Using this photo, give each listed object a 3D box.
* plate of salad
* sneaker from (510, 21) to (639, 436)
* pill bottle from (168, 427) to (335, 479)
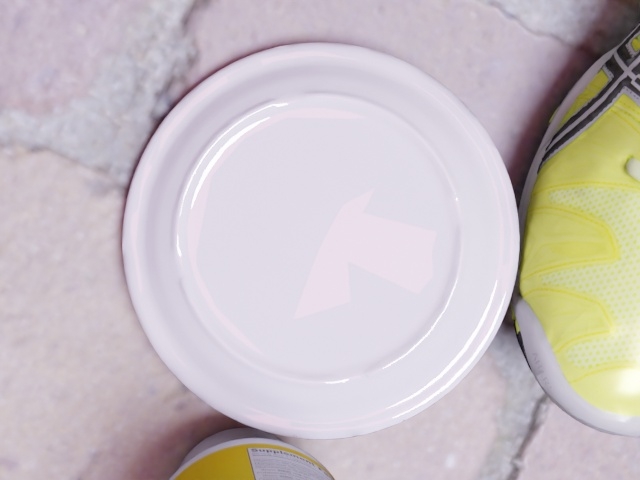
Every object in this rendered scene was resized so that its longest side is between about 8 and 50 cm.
[{"bbox_3d":[0.000,0.000,0.424,0.199,0.048,0.200,0,88,1],"label":"plate of salad"},{"bbox_3d":[0.206,-0.088,0.386,0.145,0.147,0.385,28,86,11],"label":"sneaker"},{"bbox_3d":[-0.028,0.152,0.371,0.103,0.184,0.103,-2,98,-11],"label":"pill bottle"}]
